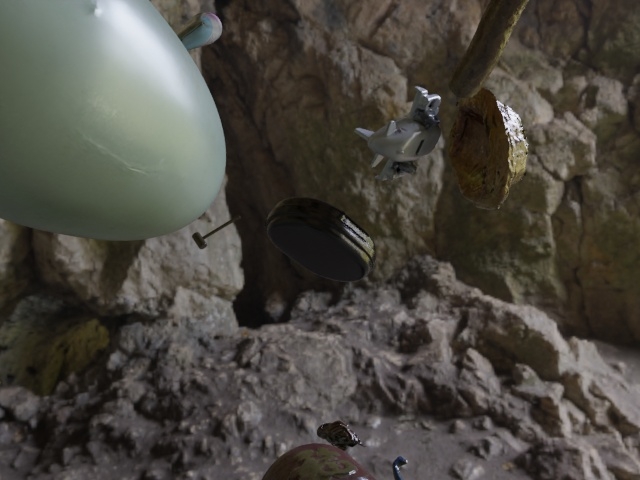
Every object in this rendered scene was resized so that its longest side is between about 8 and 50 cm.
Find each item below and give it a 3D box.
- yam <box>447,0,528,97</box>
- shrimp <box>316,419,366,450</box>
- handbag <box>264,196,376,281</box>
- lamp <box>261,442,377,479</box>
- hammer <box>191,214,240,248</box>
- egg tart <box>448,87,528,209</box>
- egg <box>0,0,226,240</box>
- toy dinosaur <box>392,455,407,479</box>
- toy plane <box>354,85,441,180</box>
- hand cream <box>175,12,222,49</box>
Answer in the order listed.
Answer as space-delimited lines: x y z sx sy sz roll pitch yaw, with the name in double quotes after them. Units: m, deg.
0.363 -0.442 1.204 0.081 0.081 0.356 -3 -41 -33 "yam"
0.063 0.597 1.871 0.190 0.074 0.073 11 37 42 "shrimp"
0.001 -0.001 1.571 0.254 0.093 0.308 -8 -38 47 "handbag"
-0.001 0.371 0.818 0.180 0.180 0.258 -4 5 -24 "lamp"
-0.221 -0.023 1.325 0.110 0.035 0.019 -31 -23 -12 "hammer"
0.460 -0.247 1.656 0.150 0.351 0.352 -10 -3 -7 "egg tart"
-0.226 -0.124 0.514 0.230 0.229 0.371 -8 -31 34 "egg"
0.157 0.620 1.473 0.248 0.075 0.188 -14 31 -30 "toy dinosaur"
0.207 -0.259 1.548 0.123 0.266 0.267 43 23 27 "toy plane"
-0.268 -0.438 1.296 0.111 0.070 0.312 -32 18 11 "hand cream"
